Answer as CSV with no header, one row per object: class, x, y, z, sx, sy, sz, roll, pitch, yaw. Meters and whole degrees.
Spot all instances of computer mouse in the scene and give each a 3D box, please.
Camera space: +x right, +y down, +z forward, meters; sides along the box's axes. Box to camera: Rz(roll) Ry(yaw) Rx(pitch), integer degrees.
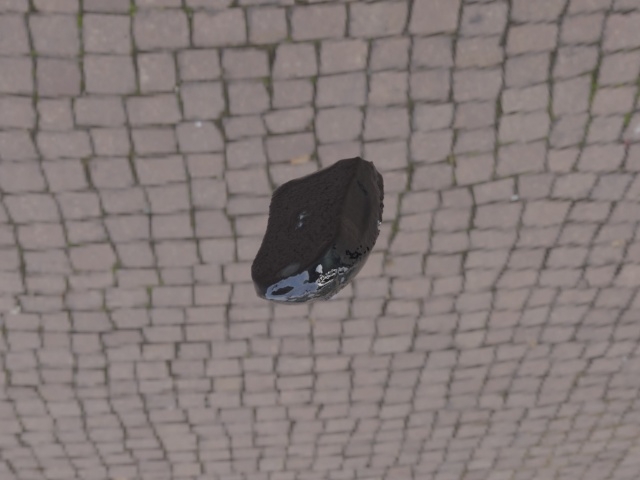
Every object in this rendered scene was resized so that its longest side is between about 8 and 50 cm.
computer mouse,0.000,0.000,1.142,0.122,0.217,0.073,-17,123,23
